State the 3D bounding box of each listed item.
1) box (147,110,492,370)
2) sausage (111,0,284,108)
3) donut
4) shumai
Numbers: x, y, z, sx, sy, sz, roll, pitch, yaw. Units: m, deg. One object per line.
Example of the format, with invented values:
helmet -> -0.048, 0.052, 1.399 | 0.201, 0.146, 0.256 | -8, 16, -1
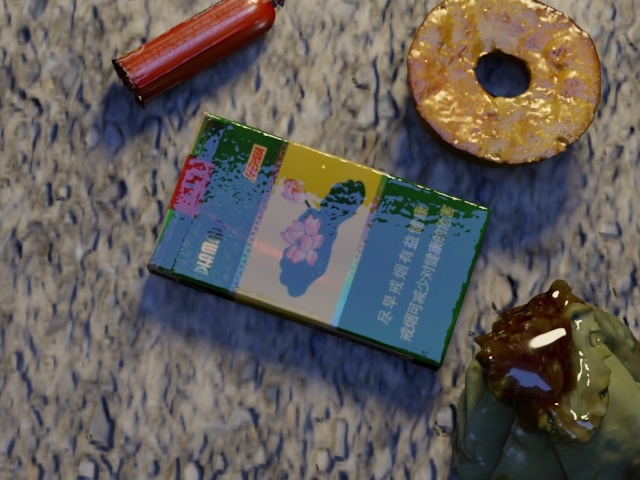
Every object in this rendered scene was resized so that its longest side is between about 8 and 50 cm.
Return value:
box -> 0.000, 0.000, 1.337 | 0.235, 0.034, 0.132 | 18, 78, 2
sausage -> -0.090, -0.157, 1.362 | 0.145, 0.050, 0.048 | -31, 39, -8
donut -> 0.139, -0.120, 1.358 | 0.152, 0.058, 0.152 | 0, 77, -2
shumai -> 0.190, 0.120, 1.265 | 0.184, 0.142, 0.184 | 0, 77, 1
